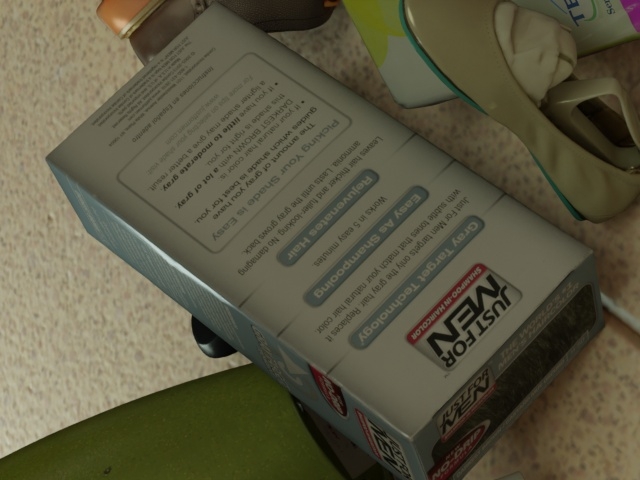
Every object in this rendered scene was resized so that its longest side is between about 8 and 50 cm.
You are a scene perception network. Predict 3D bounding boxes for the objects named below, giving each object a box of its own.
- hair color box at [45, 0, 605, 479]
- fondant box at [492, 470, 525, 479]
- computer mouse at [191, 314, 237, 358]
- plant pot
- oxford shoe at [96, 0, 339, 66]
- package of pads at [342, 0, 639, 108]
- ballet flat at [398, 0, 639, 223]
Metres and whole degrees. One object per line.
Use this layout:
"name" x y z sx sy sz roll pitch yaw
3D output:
"hair color box" 0.000 0.000 1.393 0.374 0.113 0.185 36 72 30
"fondant box" 0.037 0.321 1.282 0.238 0.330 0.096 62 157 26
"computer mouse" -0.035 -0.009 1.569 0.242 0.041 0.071 -61 36 14
"plant pot" -0.099 0.221 1.480 0.293 0.275 0.274 -37 62 15
"oxford shoe" -0.008 -0.249 1.529 0.364 0.130 0.132 -38 96 26
"package of pads" 0.134 -0.230 1.331 0.297 0.101 0.229 -15 109 40
"ballet flat" 0.151 -0.103 1.283 0.086 0.248 0.086 -26 43 27
